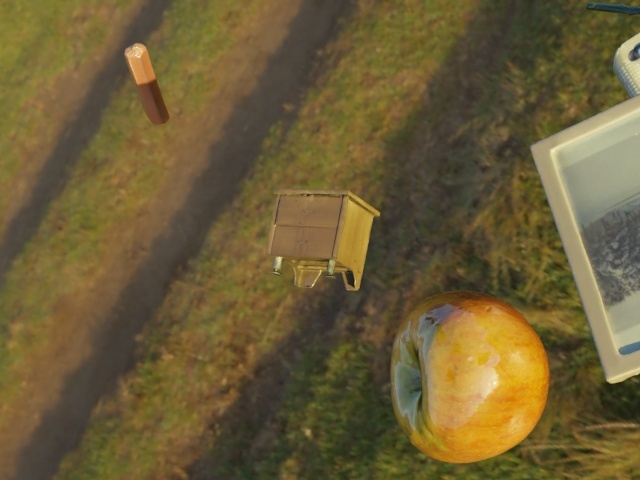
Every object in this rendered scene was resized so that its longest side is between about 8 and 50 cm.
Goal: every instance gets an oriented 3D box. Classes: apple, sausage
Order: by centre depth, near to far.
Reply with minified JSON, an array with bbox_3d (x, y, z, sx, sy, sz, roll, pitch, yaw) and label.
[{"bbox_3d":[0.186,0.165,1.339,0.235,0.173,0.210,163,105,-75],"label":"apple"},{"bbox_3d":[-0.244,-0.219,1.539,0.030,0.147,0.035,-31,52,-15],"label":"sausage"}]

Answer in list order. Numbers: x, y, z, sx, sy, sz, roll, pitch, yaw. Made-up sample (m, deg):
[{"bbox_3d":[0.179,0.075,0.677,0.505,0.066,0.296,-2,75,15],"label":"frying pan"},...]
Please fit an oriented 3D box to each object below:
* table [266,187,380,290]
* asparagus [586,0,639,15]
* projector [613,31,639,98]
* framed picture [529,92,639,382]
[{"bbox_3d":[0.000,0.000,1.055,0.083,0.070,0.082,3,76,29],"label":"table"},{"bbox_3d":[0.374,-0.265,1.261,0.163,0.016,0.016,17,125,50],"label":"asparagus"},{"bbox_3d":[0.418,-0.123,1.111,0.163,0.242,0.177,-31,66,17],"label":"projector"},{"bbox_3d":[0.306,-0.044,0.773,0.289,0.016,0.213,-25,55,22],"label":"framed picture"}]
